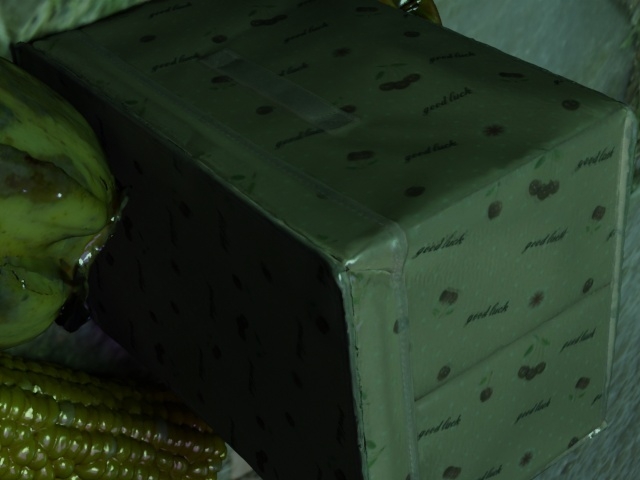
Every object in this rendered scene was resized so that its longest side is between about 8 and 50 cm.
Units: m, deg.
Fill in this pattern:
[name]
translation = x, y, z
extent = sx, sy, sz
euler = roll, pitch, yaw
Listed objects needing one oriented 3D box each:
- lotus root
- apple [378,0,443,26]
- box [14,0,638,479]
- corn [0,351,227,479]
[lotus root]
translation = -0.223, -0.045, 0.535
extent = 0.275, 0.160, 0.152
euler = 35, 100, -34
[apple]
translation = 0.037, -0.135, 0.778
extent = 0.074, 0.089, 0.090
euler = -26, 148, 30
[box]
translation = 0.000, 0.000, 0.673
extent = 0.190, 0.297, 0.225
euler = -28, 131, -26
[corn]
translation = -0.185, 0.118, 0.736
extent = 0.313, 0.102, 0.102
euler = 21, 100, -44
